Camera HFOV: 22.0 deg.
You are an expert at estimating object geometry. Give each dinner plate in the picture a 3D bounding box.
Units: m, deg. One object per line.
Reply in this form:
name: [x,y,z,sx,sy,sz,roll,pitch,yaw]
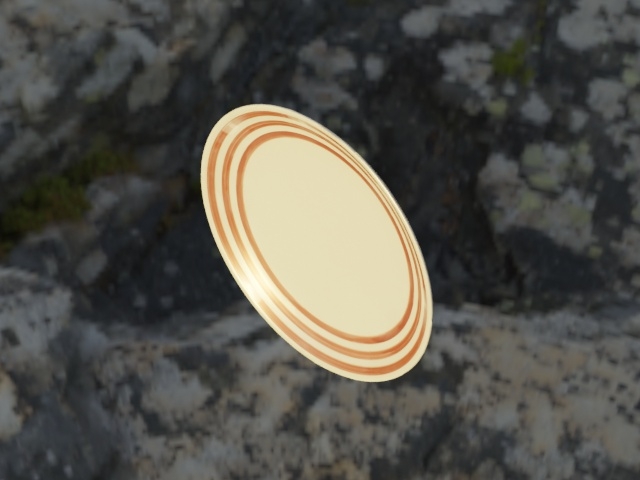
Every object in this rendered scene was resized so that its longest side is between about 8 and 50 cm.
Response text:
dinner plate: [0.000,0.000,0.742,0.141,0.141,0.017,40,54,23]
